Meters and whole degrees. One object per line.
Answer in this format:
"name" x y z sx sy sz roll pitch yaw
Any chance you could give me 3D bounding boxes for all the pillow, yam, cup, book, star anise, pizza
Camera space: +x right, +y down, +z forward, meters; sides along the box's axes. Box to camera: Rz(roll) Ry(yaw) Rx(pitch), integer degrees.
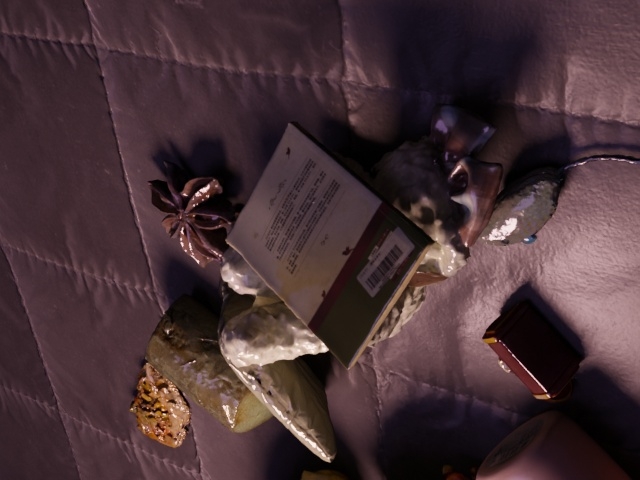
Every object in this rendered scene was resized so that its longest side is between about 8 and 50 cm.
"pillow" -0.069 0.207 1.532 0.076 0.274 0.281 -38 103 6
"yam" -0.193 0.231 1.708 0.268 0.161 0.161 37 136 16
"cup" 0.338 0.381 1.366 0.200 0.191 0.253 49 153 4
"book" 0.000 0.000 1.185 0.289 0.026 0.201 46 115 35
"star anise" -0.212 -0.037 1.582 0.212 0.073 0.197 18 127 40
"pizza" -0.351 0.363 1.992 0.147 0.069 0.226 36 136 17
"pizza" 0.045 0.501 1.764 0.204 0.081 0.188 27 156 17

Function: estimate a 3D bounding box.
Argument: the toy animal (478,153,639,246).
"toy animal" 0.301 -0.062 1.170 0.253 0.070 0.079 -30 134 35

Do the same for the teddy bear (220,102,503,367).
"teddy bear" 0.033 -0.011 1.251 0.375 0.327 0.362 -3 148 0

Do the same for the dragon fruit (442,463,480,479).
"dragon fruit" 0.263 0.459 1.521 0.133 0.150 0.208 -32 91 18

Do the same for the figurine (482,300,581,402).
"figurine" 0.299 0.175 1.326 0.154 0.082 0.098 48 151 0

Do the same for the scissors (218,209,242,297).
"scissors" -0.148 0.035 1.629 0.088 0.017 0.220 40 137 11
